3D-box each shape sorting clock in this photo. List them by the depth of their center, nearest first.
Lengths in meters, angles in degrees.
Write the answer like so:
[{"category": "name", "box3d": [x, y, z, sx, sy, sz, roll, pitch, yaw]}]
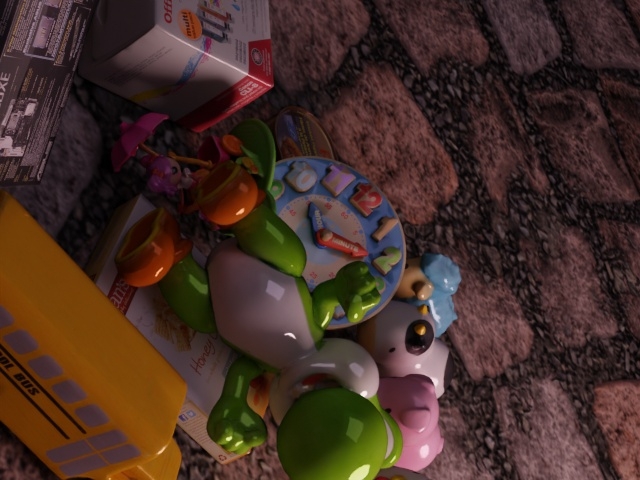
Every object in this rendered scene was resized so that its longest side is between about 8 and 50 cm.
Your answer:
[{"category": "shape sorting clock", "box3d": [0.000, 0.000, 2.117, 0.206, 0.040, 0.206, 10, 63, -20]}]

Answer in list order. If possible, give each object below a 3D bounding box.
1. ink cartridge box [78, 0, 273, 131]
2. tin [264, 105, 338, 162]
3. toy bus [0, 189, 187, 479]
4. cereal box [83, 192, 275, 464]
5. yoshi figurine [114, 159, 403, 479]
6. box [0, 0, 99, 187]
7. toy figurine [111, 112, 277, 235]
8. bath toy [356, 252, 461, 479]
[{"category": "ink cartridge box", "box3d": [-0.158, -0.223, 2.052, 0.176, 0.127, 0.128, 24, 51, -40]}, {"category": "tin", "box3d": [-0.015, -0.064, 2.208, 0.106, 0.040, 0.190, 2, 67, -47]}, {"category": "toy bus", "box3d": [-0.234, 0.114, 1.713, 0.333, 0.130, 0.108, 50, 35, -28]}, {"category": "cereal box", "box3d": [-0.142, 0.090, 1.939, 0.240, 0.047, 0.173, 46, 39, -23]}, {"category": "yoshi figurine", "box3d": [-0.035, 0.112, 1.872, 0.362, 0.203, 0.203, 53, 52, -17]}, {"category": "box", "box3d": [-0.272, -0.199, 1.706, 0.076, 0.308, 0.242, 20, 6, 7]}, {"category": "toy figurine", "box3d": [-0.142, -0.069, 1.988, 0.159, 0.130, 0.173, 14, 39, -32]}, {"category": "bath toy", "box3d": [0.099, 0.184, 2.113, 0.151, 0.129, 0.348, 36, 44, -33]}]
